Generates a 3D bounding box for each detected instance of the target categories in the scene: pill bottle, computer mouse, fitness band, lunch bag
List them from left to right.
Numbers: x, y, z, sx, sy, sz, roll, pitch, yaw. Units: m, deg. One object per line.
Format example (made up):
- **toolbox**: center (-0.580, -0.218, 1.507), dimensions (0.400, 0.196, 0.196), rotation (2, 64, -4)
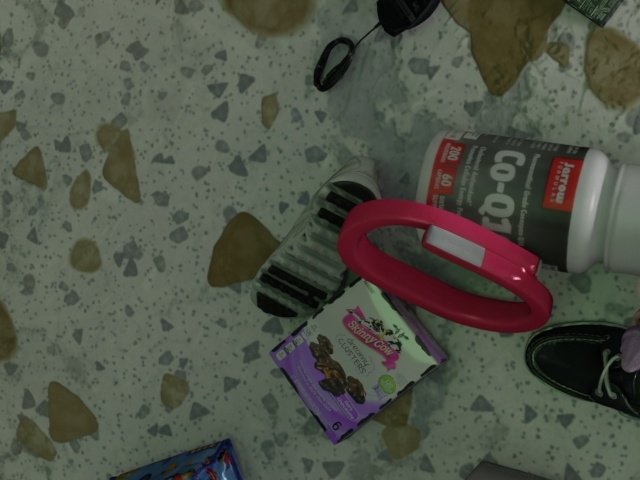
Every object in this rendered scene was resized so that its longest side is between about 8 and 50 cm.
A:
- **lunch bag**: center (-0.194, 0.482, 1.515), dimensions (0.220, 0.138, 0.293), rotation (-22, 96, 20)
- **computer mouse**: center (0.082, -0.294, 1.419), dimensions (0.242, 0.041, 0.071), rotation (-37, 70, 25)
- **fitness band**: center (0.161, 0.036, 1.283), dimensions (0.290, 0.209, 0.054), rotation (27, 67, -14)
- **pill bottle**: center (0.277, -0.046, 1.278), dimensions (0.283, 0.161, 0.161), rotation (10, 95, 21)

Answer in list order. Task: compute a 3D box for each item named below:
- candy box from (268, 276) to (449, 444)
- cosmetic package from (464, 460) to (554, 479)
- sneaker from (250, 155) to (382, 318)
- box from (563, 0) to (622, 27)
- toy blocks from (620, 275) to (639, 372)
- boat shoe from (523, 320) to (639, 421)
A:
- **candy box**: center (0.053, 0.162, 1.420), dimensions (0.196, 0.070, 0.165), rotation (-41, 77, 18)
- **cosmetic package**: center (0.229, 0.365, 1.270), dimensions (0.127, 0.238, 0.107), rotation (12, 99, 18)
- **sneaker**: center (0.000, 0.000, 1.426), dimensions (0.110, 0.118, 0.292), rotation (32, 124, -11)
- **box**: center (0.367, -0.332, 1.311), dimensions (0.067, 0.018, 0.083), rotation (39, 104, 16)
- **toy blocks**: center (0.476, 0.081, 1.068), dimensions (0.288, 0.260, 0.309), rotation (31, 143, 26)
- **boat shoe**: center (0.403, 0.170, 1.272), dimensions (0.302, 0.091, 0.114), rotation (6, 94, 21)
